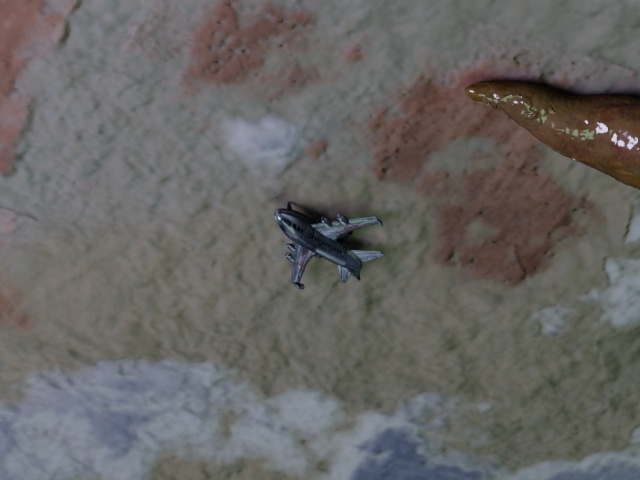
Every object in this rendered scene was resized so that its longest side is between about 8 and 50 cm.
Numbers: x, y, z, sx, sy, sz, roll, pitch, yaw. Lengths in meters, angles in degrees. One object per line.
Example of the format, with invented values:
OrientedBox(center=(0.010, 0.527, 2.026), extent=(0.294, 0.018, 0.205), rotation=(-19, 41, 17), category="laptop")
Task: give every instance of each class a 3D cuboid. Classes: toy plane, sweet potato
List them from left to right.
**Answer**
OrientedBox(center=(0.000, 0.000, 1.076), extent=(0.083, 0.031, 0.078), rotation=(36, 121, -30), category="toy plane")
OrientedBox(center=(0.198, -0.060, 1.015), extent=(0.226, 0.068, 0.068), rotation=(10, 130, -11), category="sweet potato")
